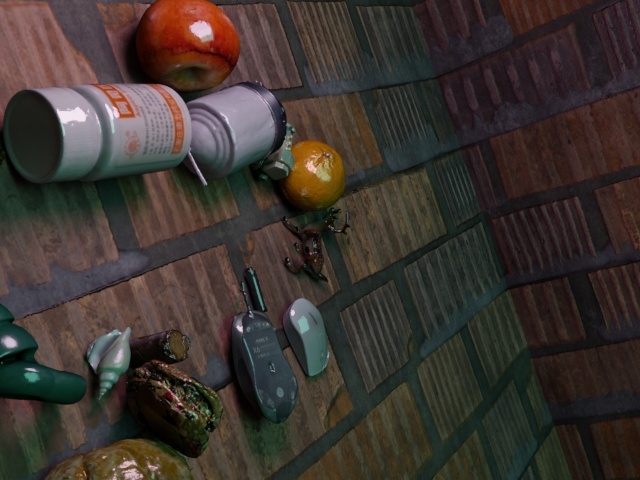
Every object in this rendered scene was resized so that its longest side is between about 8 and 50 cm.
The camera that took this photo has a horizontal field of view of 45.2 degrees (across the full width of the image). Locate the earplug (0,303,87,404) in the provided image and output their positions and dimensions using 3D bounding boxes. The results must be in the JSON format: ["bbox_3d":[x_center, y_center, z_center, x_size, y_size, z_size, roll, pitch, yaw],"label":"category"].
[{"bbox_3d":[-0.566,0.211,1.420,0.280,0.164,0.257,58,30,-2],"label":"earplug"}]

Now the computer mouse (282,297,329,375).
[{"bbox_3d":[-0.030,0.275,2.199,0.128,0.079,0.230,-46,116,-49],"label":"computer mouse"}]

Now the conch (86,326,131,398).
[{"bbox_3d":[-0.453,0.258,1.647,0.065,0.088,0.180,101,-2,-50],"label":"conch"}]

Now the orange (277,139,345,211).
[{"bbox_3d":[-0.024,-0.194,2.306,0.219,0.193,0.219,8,77,-35],"label":"orange"}]

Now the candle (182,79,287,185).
[{"bbox_3d":[-0.250,-0.283,2.000,0.342,0.221,0.221,-34,104,-52],"label":"candle"}]

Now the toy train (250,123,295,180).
[{"bbox_3d":[-0.130,-0.262,2.237,0.081,0.125,0.193,41,47,-43],"label":"toy train"}]

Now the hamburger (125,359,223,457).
[{"bbox_3d":[-0.316,0.358,1.648,0.231,0.231,0.106,56,51,-23],"label":"hamburger"}]

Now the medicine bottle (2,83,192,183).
[{"bbox_3d":[-0.475,-0.238,1.680,0.372,0.211,0.210,-17,90,-55],"label":"medicine bottle"}]

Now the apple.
[{"bbox_3d":[-0.335,-0.501,1.949,0.272,0.252,0.206,4,72,-41],"label":"apple"}]

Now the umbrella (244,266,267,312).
[{"bbox_3d":[-0.176,0.136,2.093,0.036,0.031,0.133,-7,81,-77],"label":"umbrella"}]

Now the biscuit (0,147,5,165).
[{"bbox_3d":[-0.724,-0.185,1.481,0.231,0.025,0.131,38,48,-40],"label":"biscuit"}]

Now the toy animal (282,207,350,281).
[{"bbox_3d":[-0.016,-0.001,2.345,0.260,0.087,0.243,20,75,-51],"label":"toy animal"}]

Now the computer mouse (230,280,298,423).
[{"bbox_3d":[-0.168,0.291,1.993,0.167,0.090,0.379,-1,72,-54],"label":"computer mouse"}]

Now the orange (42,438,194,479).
[{"bbox_3d":[-0.373,0.532,1.513,0.369,0.211,0.270,0,74,-56],"label":"orange"}]

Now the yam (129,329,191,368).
[{"bbox_3d":[-0.362,0.241,1.699,0.079,0.141,0.079,28,54,-48],"label":"yam"}]
